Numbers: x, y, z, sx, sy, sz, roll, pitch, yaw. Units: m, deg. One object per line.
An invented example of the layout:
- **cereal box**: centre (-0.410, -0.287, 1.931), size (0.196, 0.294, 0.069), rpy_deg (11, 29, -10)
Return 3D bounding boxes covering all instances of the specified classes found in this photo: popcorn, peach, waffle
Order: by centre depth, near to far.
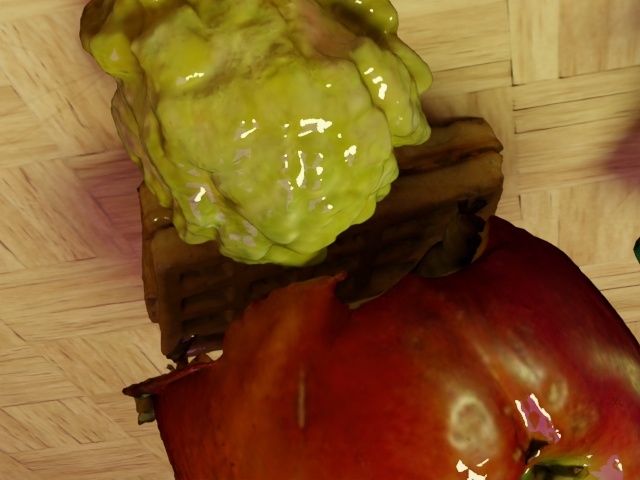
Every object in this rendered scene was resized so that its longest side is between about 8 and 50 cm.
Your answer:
- **popcorn**: centre (-0.040, -0.106, 0.824), size (0.212, 0.259, 0.259), rpy_deg (-24, 158, -18)
- **peach**: centre (0.046, 0.146, 0.949), size (0.339, 0.353, 0.416), rpy_deg (-14, -156, -34)
- **waffle**: centre (0.000, 0.000, 1.094), size (0.328, 0.098, 0.224), rpy_deg (-11, 154, -12)

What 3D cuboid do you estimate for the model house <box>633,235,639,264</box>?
- **model house**: centre (0.418, -0.061, 0.902), size (0.343, 0.334, 0.382), rpy_deg (8, 158, -3)
